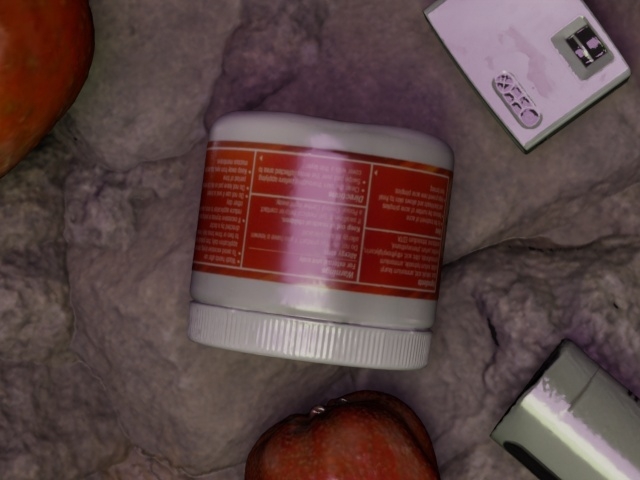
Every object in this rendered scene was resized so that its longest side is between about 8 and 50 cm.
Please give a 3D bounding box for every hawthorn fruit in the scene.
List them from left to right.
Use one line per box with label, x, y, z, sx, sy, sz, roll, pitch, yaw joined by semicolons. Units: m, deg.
hawthorn fruit;-0.327;-0.179;1.335;0.284;0.284;0.284;0;88;7
hawthorn fruit;0.025;0.222;1.330;0.169;0.169;0.188;-16;90;6

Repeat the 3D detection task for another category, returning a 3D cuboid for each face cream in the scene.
face cream;0.000;0.000;1.315;0.201;0.201;0.187;7;89;7

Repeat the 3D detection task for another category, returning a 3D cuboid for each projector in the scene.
projector;0.174;-0.163;1.370;0.115;0.061;0.147;-36;84;6
projector;0.295;0.226;1.317;0.337;0.108;0.108;41;93;7
